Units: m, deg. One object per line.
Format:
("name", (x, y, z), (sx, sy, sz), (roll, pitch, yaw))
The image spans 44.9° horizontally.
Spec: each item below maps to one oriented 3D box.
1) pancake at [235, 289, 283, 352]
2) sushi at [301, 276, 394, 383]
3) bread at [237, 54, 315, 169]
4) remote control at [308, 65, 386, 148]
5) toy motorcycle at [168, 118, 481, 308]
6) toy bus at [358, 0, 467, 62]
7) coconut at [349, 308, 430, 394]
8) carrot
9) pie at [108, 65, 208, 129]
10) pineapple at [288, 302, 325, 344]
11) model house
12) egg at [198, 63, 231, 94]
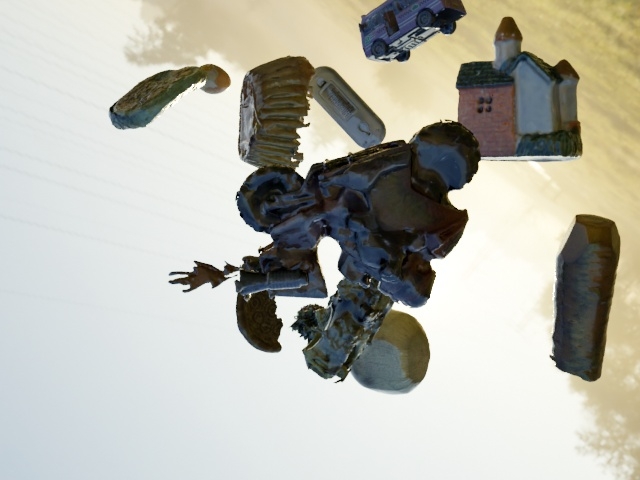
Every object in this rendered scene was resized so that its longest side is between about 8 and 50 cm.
("pancake", (-0.113, 0.151, 1.690), (0.184, 0.020, 0.190), (-34, -72, -44))
("sushi", (0.057, 0.129, 1.500), (0.139, 0.291, 0.131), (32, -171, 17))
("bread", (-0.102, -0.282, 1.723), (0.149, 0.274, 0.274), (7, -158, -21))
("remote control", (0.063, -0.321, 1.878), (0.244, 0.087, 0.047), (45, -168, -8))
("toy motorcycle", (0.000, 0.000, 0.905), (0.134, 0.401, 0.207), (-89, -15, -78))
("toy bus", (0.168, -0.422, 1.480), (0.096, 0.199, 0.108), (-6, -105, -50))
("coconut", (0.147, 0.258, 1.816), (0.224, 0.224, 0.224), (36, -170, -8))
("carrot", (0.486, 0.105, 1.435), (0.114, 0.301, 0.114), (2, -164, -1))
("pie", (-0.364, -0.321, 1.727), (0.054, 0.240, 0.240), (64, 177, -29))
("pineapple", (-0.013, 0.193, 1.791), (0.103, 0.083, 0.221), (36, -179, 1))
("model house", (0.404, -0.307, 1.607), (0.271, 0.300, 0.190), (3, -169, 30))
("egg", (-0.253, -0.381, 1.836), (0.083, 0.071, 0.071), (11, -173, 8))
